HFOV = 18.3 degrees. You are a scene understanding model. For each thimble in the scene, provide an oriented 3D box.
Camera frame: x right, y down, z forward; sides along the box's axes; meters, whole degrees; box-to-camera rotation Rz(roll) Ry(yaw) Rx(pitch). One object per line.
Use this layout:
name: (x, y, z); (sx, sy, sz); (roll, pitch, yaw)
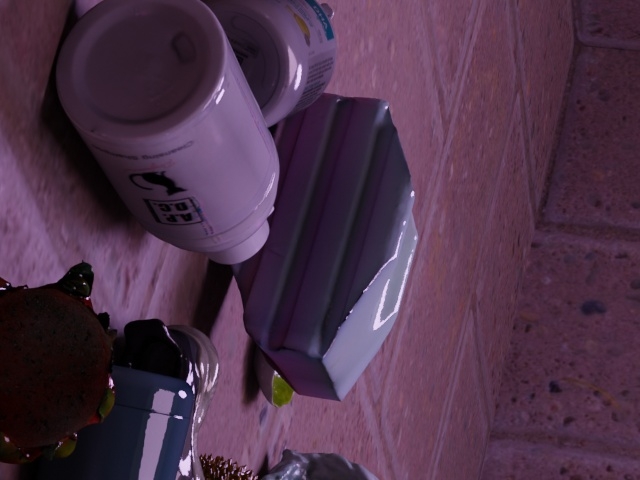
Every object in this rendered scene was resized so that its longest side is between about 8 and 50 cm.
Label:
thimble: (0.002, 0.354, 2.330); (0.211, 0.185, 0.149); (-118, -162, -45)

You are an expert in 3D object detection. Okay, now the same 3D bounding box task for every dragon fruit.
dragon fruit: (-0.223, 0.100, 1.476); (0.142, 0.138, 0.175); (-31, 173, -25)

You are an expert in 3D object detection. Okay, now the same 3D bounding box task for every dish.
dish: (-0.053, 0.120, 2.265); (0.091, 0.039, 0.137); (-26, 121, -67)

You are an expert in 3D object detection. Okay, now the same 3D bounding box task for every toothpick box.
toothpick box: (-0.179, 0.196, 1.655); (0.120, 0.120, 0.184); (28, 73, -75)

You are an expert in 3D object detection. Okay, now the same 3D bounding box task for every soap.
soap: (0.000, 0.000, 2.097); (0.109, 0.193, 0.324); (74, 27, -56)

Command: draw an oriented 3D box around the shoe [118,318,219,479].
shoe: (-0.157, 0.171, 1.791); (0.112, 0.099, 0.227); (56, 39, -59)

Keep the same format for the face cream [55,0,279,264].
face cream: (-0.108, -0.068, 1.739); (0.370, 0.145, 0.145); (64, 36, -63)

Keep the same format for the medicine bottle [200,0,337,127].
medicine bottle: (-0.056, -0.181, 1.912); (0.215, 0.135, 0.135); (-37, 133, -70)

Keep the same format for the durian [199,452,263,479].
durian: (-0.106, 0.288, 1.973); (0.158, 0.137, 0.168); (-98, 173, -65)
